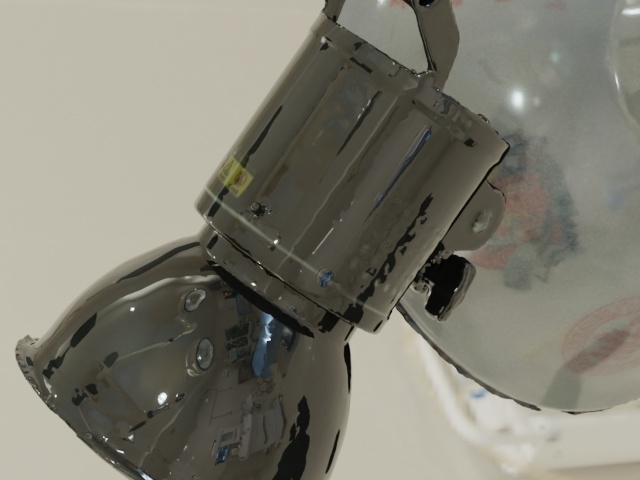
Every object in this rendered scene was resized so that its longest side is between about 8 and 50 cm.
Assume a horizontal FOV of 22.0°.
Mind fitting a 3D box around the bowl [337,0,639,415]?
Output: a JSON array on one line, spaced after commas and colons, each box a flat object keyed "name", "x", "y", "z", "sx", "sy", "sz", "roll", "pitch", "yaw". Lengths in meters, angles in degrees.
[{"name": "bowl", "x": 0.183, "y": -0.077, "z": 0.974, "sx": 0.157, "sy": 0.345, "sz": 0.346, "roll": -21, "pitch": 72, "yaw": 50}]

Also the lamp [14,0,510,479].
[{"name": "lamp", "x": 0.000, "y": 0.000, "z": 0.703, "sx": 0.227, "sy": 0.172, "sz": 0.147, "roll": -54, "pitch": 48, "yaw": 4}]
